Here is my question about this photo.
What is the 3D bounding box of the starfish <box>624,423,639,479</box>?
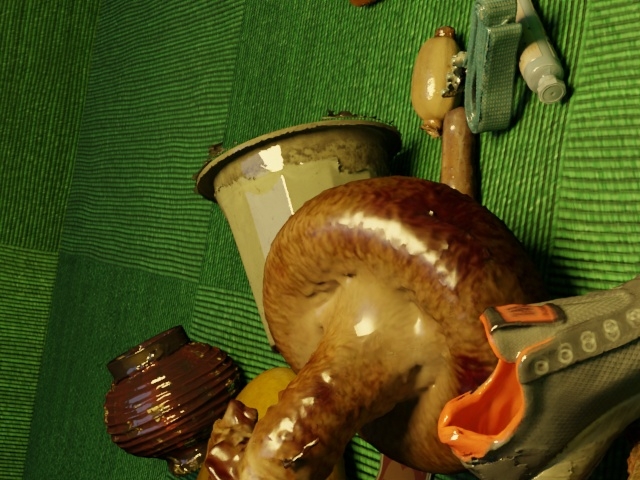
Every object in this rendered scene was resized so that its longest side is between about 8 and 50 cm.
[{"bbox_3d":[0.263,0.273,0.947,0.327,0.094,0.375,-27,25,42],"label":"starfish"}]

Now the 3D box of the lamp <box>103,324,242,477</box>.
[{"bbox_3d":[-0.235,0.263,1.875,0.247,0.247,0.247,-30,55,56],"label":"lamp"}]

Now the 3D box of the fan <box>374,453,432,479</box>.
[{"bbox_3d":[0.094,0.336,1.443,0.132,0.009,0.220,13,92,65],"label":"fan"}]

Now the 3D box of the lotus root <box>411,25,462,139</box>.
[{"bbox_3d":[0.146,-0.198,1.464,0.073,0.062,0.150,-10,71,62],"label":"lotus root"}]

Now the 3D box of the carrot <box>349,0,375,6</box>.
[{"bbox_3d":[0.089,-0.371,1.649,0.139,0.048,0.048,-6,76,60],"label":"carrot"}]

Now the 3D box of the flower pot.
[{"bbox_3d":[0.000,0.000,1.500,0.290,0.290,0.259,-36,65,53],"label":"flower pot"}]

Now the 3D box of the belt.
[{"bbox_3d":[0.190,-0.211,1.327,0.179,0.065,0.100,92,163,-46],"label":"belt"}]

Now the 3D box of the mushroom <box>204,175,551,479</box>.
[{"bbox_3d":[0.047,0.102,1.215,0.331,0.356,0.334,59,142,30],"label":"mushroom"}]

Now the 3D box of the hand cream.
[{"bbox_3d":[0.238,-0.221,1.317,0.170,0.043,0.065,-104,30,-41],"label":"hand cream"}]

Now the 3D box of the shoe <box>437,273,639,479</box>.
[{"bbox_3d":[0.225,0.091,1.033,0.336,0.171,0.132,-48,23,19],"label":"shoe"}]

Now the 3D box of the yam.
[{"bbox_3d":[0.166,-0.033,1.390,0.046,0.046,0.264,-23,61,58],"label":"yam"}]

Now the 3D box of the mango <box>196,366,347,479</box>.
[{"bbox_3d":[-0.078,0.389,1.547,0.301,0.220,0.445,-25,50,65],"label":"mango"}]
